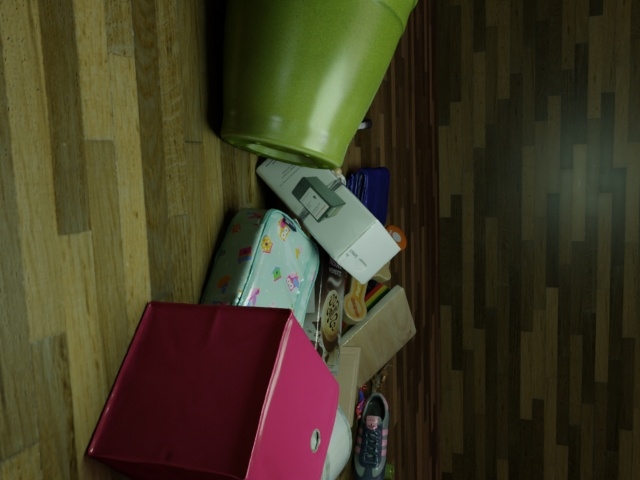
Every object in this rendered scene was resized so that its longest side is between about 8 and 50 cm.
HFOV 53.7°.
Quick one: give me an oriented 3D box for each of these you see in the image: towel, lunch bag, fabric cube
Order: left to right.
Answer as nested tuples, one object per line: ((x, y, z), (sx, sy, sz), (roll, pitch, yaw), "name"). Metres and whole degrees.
((-0.143, 0.268, 0.983), (0.258, 0.259, 0.254), (65, 33, -49), "fabric cube")
((-0.103, 0.085, 1.224), (0.224, 0.108, 0.279), (44, 55, -45), "lunch bag")
((0.150, -0.125, 2.044), (0.308, 0.076, 0.227), (-22, 119, -69), "towel")

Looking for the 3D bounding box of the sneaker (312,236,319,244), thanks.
((0.000, 0.000, 1.652), (0.118, 0.083, 0.222), (43, 58, -34), "sneaker")

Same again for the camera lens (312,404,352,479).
((-0.073, 0.416, 1.231), (0.274, 0.219, 0.219), (-15, 105, -69), "camera lens")

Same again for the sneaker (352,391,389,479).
((0.160, 0.636, 2.032), (0.319, 0.112, 0.131), (-79, 165, -48), "sneaker")

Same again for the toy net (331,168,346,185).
((0.046, -0.227, 1.783), (0.122, 0.045, 0.232), (-31, 119, -67), "toy net")

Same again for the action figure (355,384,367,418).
((0.135, 0.532, 2.080), (0.038, 0.030, 0.115), (73, 28, -51), "action figure")

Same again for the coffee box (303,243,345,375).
((-0.026, 0.166, 1.495), (0.168, 0.119, 0.297), (26, 67, -66), "coffee box")

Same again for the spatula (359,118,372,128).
((0.128, -0.366, 2.021), (0.296, 0.030, 0.084), (-33, 122, -67), "spatula")

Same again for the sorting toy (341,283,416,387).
((0.148, 0.271, 1.874), (0.255, 0.089, 0.257), (-41, 141, -15), "sorting toy")

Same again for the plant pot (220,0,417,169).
((-0.036, -0.330, 1.193), (0.366, 0.366, 0.353), (18, 86, -69), "plant pot")

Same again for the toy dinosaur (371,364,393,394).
((0.212, 0.483, 2.264), (0.211, 0.064, 0.112), (-53, 158, -44), "toy dinosaur")

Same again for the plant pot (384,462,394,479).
((0.217, 0.813, 2.236), (0.083, 0.079, 0.083), (0, 90, -69), "plant pot")

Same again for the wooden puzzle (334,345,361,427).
((0.025, 0.389, 1.679), (0.239, 0.044, 0.221), (15, 81, -52), "wooden puzzle")

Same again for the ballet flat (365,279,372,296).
((0.143, 0.127, 2.018), (0.070, 0.070, 0.188), (69, 28, -45), "ballet flat")

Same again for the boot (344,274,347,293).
((0.084, 0.173, 1.888), (0.158, 0.059, 0.084), (69, 24, -43), "boot")

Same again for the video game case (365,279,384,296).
((0.159, 0.228, 2.023), (0.196, 0.026, 0.274), (-48, 151, -61), "video game case")

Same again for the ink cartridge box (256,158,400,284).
((0.021, -0.063, 1.370), (0.121, 0.289, 0.211), (-43, 154, 4), "ink cartridge box")

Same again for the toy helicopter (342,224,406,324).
((0.097, 0.070, 1.761), (0.235, 0.140, 0.355), (33, 47, -21), "toy helicopter")
